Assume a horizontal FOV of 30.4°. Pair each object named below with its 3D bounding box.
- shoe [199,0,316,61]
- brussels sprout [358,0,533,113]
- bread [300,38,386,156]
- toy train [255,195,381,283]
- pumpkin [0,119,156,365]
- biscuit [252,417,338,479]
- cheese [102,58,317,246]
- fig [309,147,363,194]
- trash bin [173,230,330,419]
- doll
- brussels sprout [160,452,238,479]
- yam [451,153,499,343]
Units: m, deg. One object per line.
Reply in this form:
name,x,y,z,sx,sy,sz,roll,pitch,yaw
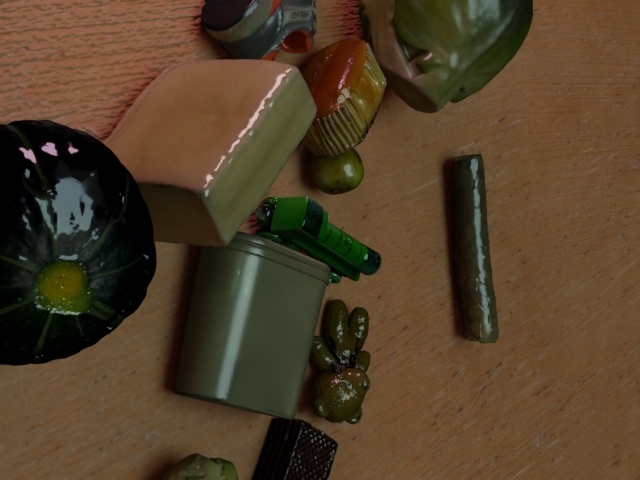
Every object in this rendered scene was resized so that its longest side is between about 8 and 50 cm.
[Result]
shoe,-0.046,-0.379,1.846,0.336,0.132,0.171,-57,135,-32
brussels sprout,0.213,-0.397,2.048,0.289,0.281,0.354,35,73,-45
bread,0.024,-0.238,1.918,0.114,0.132,0.190,54,46,-36
toy train,0.000,0.000,1.897,0.251,0.119,0.085,32,64,-45
pumpkin,-0.355,-0.011,1.389,0.296,0.296,0.295,1,89,-51
biscuit,-0.059,0.408,1.855,0.106,0.070,0.252,42,59,-41
cheese,-0.167,-0.124,1.590,0.265,0.243,0.124,-59,141,-33
fig,0.028,-0.147,1.977,0.093,0.093,0.166,49,31,-39
trash bin,-0.102,0.130,1.772,0.243,0.121,0.247,22,76,-49
doll,0.043,0.202,1.970,0.137,0.097,0.209,22,67,-43
brussels sprout,-0.175,0.385,1.675,0.155,0.117,0.155,42,36,-42
yam,0.298,0.018,2.300,0.083,0.083,0.371,-11,97,-51
